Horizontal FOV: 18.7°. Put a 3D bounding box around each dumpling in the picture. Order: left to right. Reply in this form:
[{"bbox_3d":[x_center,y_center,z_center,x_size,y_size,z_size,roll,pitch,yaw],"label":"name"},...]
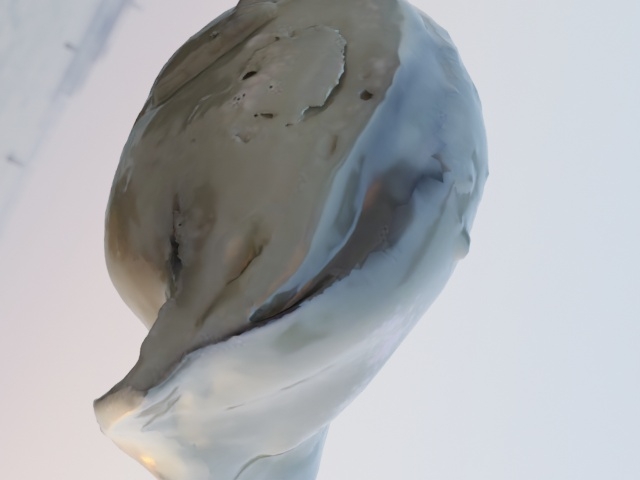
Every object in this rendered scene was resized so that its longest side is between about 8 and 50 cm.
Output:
[{"bbox_3d":[0.000,0.000,0.988,0.243,0.187,0.318,72,31,-46],"label":"dumpling"}]
